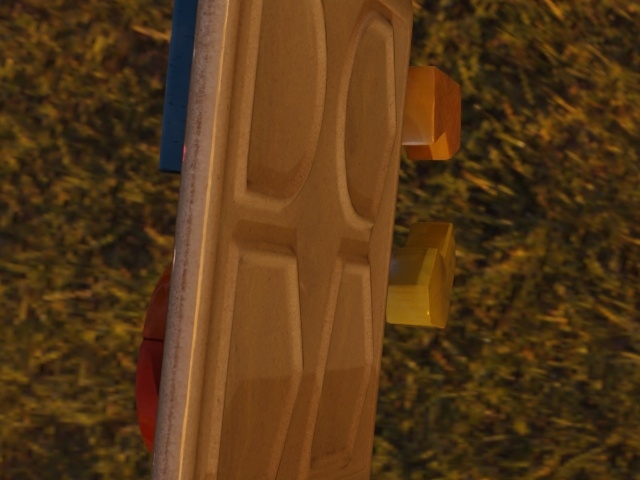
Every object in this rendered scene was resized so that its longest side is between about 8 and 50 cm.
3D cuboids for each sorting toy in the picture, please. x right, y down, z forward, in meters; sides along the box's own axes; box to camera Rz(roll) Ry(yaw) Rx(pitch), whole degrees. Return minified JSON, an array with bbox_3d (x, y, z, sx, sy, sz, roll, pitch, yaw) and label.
[{"bbox_3d":[0.000,0.000,0.566,0.041,0.307,0.229,1,88,15],"label":"sorting toy"}]
